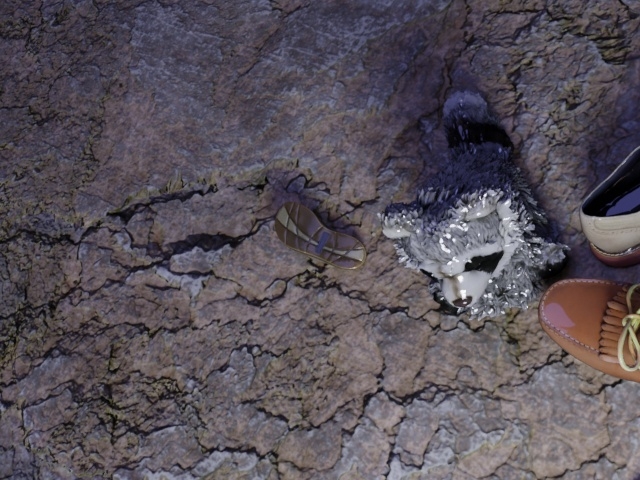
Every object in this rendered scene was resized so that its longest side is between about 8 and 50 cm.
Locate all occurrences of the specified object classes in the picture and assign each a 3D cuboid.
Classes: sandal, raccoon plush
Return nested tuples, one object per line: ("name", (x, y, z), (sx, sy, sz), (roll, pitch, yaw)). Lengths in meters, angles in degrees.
("sandal", (0.000, 0.000, 1.842), (0.180, 0.049, 0.072), (28, 85, 24))
("raccoon plush", (0.173, -0.086, 1.621), (0.216, 0.299, 0.446), (-31, 52, 13))

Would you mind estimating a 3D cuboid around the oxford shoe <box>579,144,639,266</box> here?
("oxford shoe", (0.505, -0.101, 1.541), (0.348, 0.130, 0.123), (-40, 51, 5))

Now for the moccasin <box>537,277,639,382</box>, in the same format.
("moccasin", (0.445, 0.129, 1.434), (0.380, 0.147, 0.139), (26, 79, 38))
